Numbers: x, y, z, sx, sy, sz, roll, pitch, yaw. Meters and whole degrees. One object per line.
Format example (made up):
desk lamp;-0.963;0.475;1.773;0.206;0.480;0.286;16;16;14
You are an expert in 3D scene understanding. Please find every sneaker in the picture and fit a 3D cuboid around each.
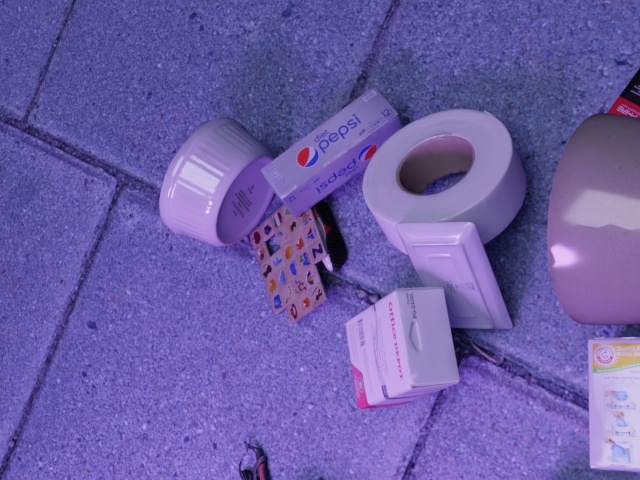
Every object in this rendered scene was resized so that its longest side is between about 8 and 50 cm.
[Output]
sneaker;0.000;0.000;1.760;0.075;0.057;0.161;-36;64;40

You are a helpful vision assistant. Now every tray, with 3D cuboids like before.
tray;0.233;0.073;1.482;0.145;0.270;0.030;-2;45;31

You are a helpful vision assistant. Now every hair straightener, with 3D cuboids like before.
hair straightener;-0.139;0.524;1.724;0.089;0.047;0.230;-25;67;25

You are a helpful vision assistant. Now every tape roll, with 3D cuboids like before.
tape roll;0.224;-0.107;1.543;0.286;0.100;0.286;-18;43;18

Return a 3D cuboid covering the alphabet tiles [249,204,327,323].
alphabet tiles;-0.059;0.042;1.771;0.198;0.009;0.237;-38;61;38

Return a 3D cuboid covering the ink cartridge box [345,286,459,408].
ink cartridge box;0.141;0.196;1.522;0.237;0.100;0.172;136;129;-63

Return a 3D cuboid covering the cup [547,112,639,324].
cup;0.518;-0.021;1.253;0.237;0.331;0.331;8;83;42

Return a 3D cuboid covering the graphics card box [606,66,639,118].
graphics card box;0.673;-0.292;1.380;0.233;0.094;0.371;39;101;32

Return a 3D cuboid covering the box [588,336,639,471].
box;0.493;0.261;1.355;0.103;0.114;0.203;-5;77;32

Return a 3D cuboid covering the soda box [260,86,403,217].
soda box;0.028;-0.175;1.703;0.286;0.098;0.091;-36;62;1

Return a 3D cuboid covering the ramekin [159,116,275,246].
ramekin;-0.200;-0.111;1.785;0.127;0.273;0.273;29;95;20
